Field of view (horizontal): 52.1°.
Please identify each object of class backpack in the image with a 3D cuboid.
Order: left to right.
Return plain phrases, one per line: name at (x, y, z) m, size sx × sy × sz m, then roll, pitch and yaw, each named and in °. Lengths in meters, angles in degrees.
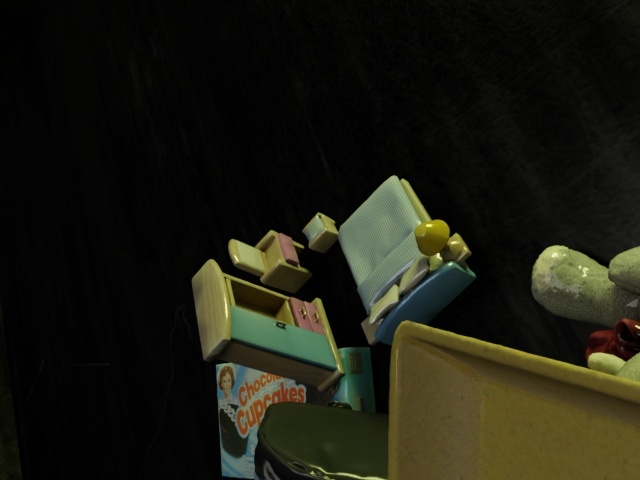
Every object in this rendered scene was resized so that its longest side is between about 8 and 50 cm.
backpack at (0.046, 0.406, 0.764) m, size 0.290 × 0.273 × 0.355 m, roll 8°, pitch 110°, yaw 10°

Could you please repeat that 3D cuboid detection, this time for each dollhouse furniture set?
dollhouse furniture set at (0.000, 0.000, 0.857) m, size 0.303 × 0.198 × 0.286 m, roll -46°, pitch 40°, yaw 24°

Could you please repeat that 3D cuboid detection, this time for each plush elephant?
plush elephant at (0.273, 0.134, 0.528) m, size 0.330 × 0.255 × 0.271 m, roll 0°, pitch 86°, yaw 48°

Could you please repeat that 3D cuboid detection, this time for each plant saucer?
plant saucer at (0.178, 0.236, 0.409) m, size 0.333 × 0.081 × 0.332 m, roll 8°, pitch 99°, yaw 55°

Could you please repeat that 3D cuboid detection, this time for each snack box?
snack box at (-0.047, 0.272, 1.014) m, size 0.322 × 0.060 × 0.187 m, roll -18°, pitch 73°, yaw 46°
